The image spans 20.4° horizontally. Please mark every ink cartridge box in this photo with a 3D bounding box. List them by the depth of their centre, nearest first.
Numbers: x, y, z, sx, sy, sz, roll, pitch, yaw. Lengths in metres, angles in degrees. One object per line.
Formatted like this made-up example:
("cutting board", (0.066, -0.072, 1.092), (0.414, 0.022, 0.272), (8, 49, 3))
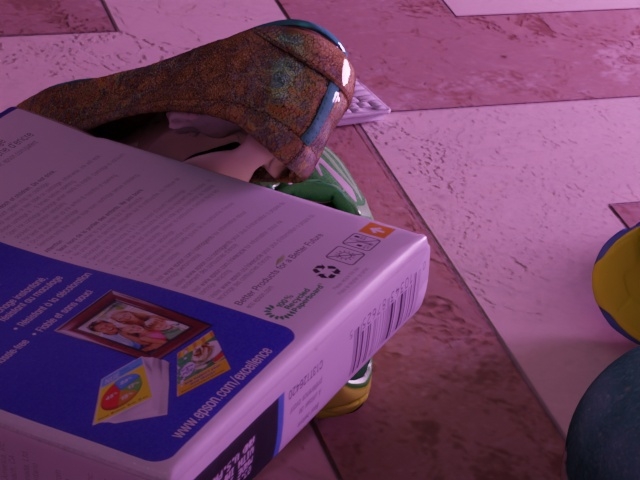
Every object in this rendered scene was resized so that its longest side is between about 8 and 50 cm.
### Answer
("ink cartridge box", (-0.138, 0.038, 1.028), (0.307, 0.072, 0.303), (15, 31, 23))

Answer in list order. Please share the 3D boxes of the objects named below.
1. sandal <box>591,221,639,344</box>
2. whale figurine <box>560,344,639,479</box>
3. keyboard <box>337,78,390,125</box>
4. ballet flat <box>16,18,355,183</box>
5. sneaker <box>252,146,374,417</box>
("sandal", (0.355, 0.030, 1.315), (0.317, 0.126, 0.138), (0, 1, -3))
("whale figurine", (0.288, 0.138, 1.091), (0.272, 0.141, 0.216), (8, 33, 2))
("keyboard", (-0.069, -0.108, 1.496), (0.256, 0.014, 0.072), (-8, 37, -24))
("ballet flat", (-0.121, -0.061, 1.237), (0.349, 0.123, 0.123), (-13, 14, 44))
("sneaker", (0.000, 0.000, 1.250), (0.109, 0.123, 0.295), (3, 33, -8))
